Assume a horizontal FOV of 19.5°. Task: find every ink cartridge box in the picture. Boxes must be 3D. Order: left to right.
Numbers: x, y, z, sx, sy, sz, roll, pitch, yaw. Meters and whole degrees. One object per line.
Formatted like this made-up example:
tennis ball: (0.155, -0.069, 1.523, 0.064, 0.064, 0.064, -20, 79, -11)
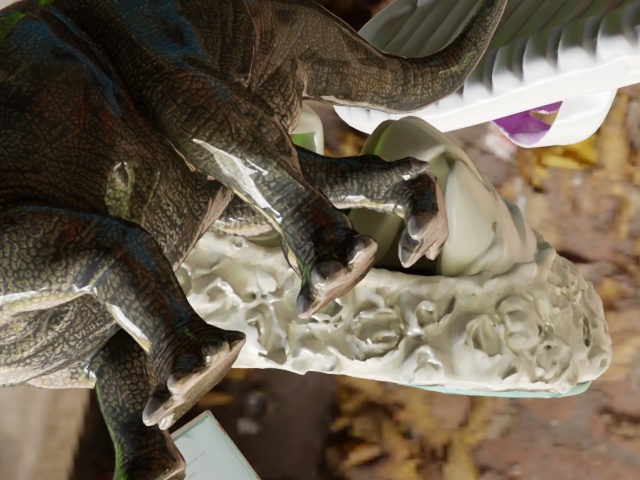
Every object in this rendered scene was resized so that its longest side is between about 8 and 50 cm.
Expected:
ink cartridge box: (-0.048, 0.157, 1.037, 0.052, 0.088, 0.122, -37, 90, -5)

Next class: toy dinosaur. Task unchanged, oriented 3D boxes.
toy dinosaur: (-0.060, -0.024, 0.552, 0.160, 0.121, 0.313, 44, 71, 13)

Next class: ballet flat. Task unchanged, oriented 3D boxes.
ballet flat: (0.000, 0.000, 0.898, 0.147, 0.409, 0.147, -9, 79, 54)

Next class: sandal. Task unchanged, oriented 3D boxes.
sandal: (0.170, -0.121, 1.260, 0.416, 0.102, 0.169, -6, 41, 46)
